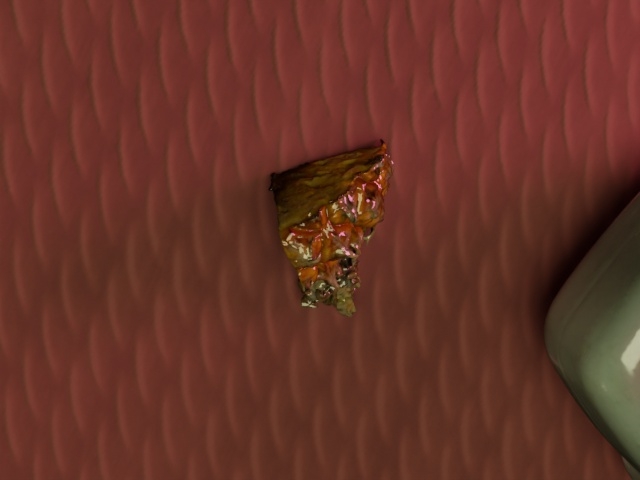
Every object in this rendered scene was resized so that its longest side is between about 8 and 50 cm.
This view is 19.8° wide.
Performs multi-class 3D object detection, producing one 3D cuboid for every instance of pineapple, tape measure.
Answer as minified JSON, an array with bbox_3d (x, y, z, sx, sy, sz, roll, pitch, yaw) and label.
[{"bbox_3d":[0.000,0.000,1.130,0.077,0.114,0.114,13,126,23],"label":"pineapple"},{"bbox_3d":[0.278,0.056,1.157,0.243,0.125,0.246,-40,112,-4],"label":"tape measure"}]
